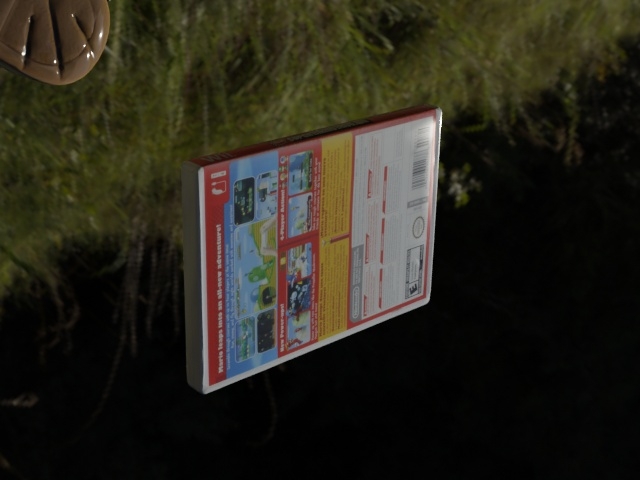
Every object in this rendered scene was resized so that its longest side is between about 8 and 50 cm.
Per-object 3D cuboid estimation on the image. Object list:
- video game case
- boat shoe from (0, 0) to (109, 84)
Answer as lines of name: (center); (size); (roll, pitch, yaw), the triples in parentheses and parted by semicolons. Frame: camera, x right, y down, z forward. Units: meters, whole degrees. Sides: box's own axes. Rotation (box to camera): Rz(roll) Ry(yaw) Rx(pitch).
video game case: (0.000, 0.000, 0.987); (0.285, 0.025, 0.204); (-18, 119, -40)
boat shoe: (-0.293, -0.214, 0.721); (0.341, 0.110, 0.121); (43, 70, -42)
